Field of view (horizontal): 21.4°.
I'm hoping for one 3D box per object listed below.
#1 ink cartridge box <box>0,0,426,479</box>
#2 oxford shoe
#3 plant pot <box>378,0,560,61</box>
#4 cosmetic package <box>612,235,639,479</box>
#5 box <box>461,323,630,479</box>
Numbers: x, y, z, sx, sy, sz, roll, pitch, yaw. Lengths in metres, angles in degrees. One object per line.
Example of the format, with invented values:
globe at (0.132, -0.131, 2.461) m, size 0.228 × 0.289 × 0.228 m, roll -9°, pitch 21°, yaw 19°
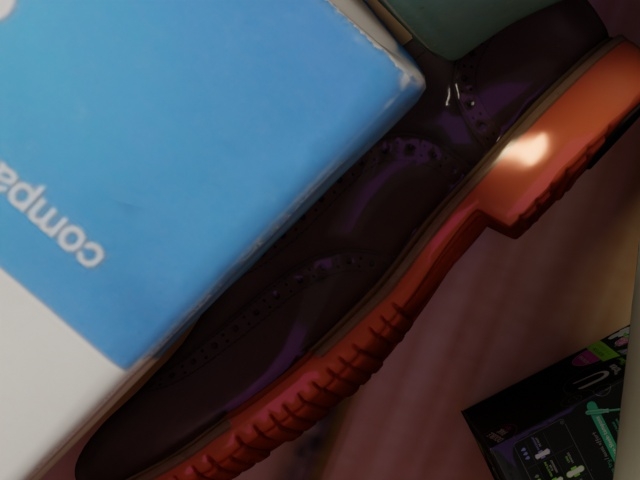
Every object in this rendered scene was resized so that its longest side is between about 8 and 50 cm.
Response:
ink cartridge box at (-0.178, 0.018, 0.496) m, size 0.166 × 0.285 × 0.395 m, roll 42°, pitch 98°, yaw -14°
oxford shoe at (0.000, 0.000, 0.642) m, size 0.271 × 0.097 × 0.098 m, roll -42°, pitch 82°, yaw -5°
plant pot at (0.081, -0.201, 0.536) m, size 0.255 × 0.271 × 0.271 m, roll -40°, pitch 99°, yaw 10°
cosmetic package at (0.192, 0.057, 0.576) m, size 0.160 × 0.113 × 0.309 m, roll 12°, pitch 67°, yaw -6°
box at (0.107, 0.076, 0.665) m, size 0.083 × 0.062 × 0.052 m, roll -28°, pitch 99°, yaw -1°
